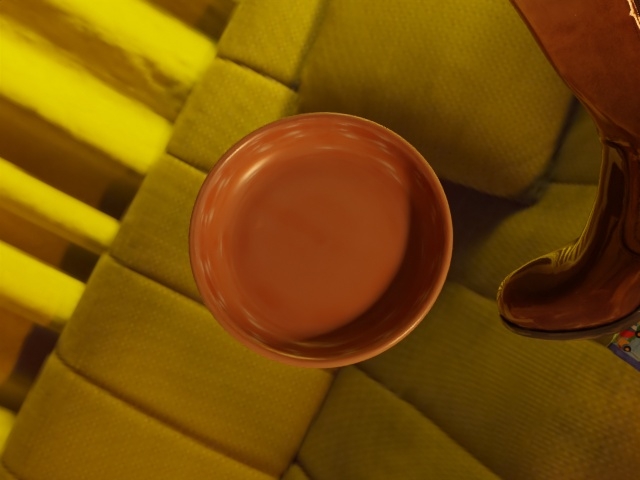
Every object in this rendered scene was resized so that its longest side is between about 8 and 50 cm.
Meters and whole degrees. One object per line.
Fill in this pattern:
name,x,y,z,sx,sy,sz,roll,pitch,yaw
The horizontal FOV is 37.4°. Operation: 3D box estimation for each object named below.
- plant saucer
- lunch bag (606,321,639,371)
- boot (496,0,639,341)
plant saucer,0.000,0.000,0.723,0.037,0.199,0.200,74,-141,-74
lunch bag,0.568,0.092,1.463,0.221,0.138,0.293,-55,-10,16
boot,0.197,-0.067,0.667,0.264,0.280,0.096,-20,33,30
